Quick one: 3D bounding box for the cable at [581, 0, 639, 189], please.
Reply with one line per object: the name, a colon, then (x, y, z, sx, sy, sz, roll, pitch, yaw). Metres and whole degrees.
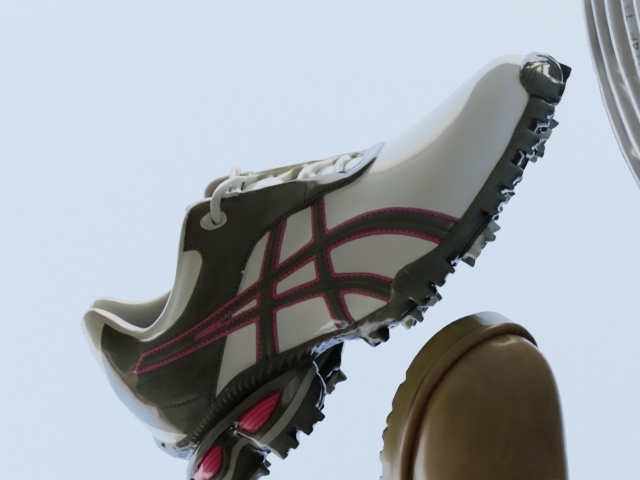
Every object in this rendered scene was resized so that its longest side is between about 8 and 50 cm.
cable: (0.205, -0.093, 0.669, 0.089, 0.257, 0.257, -16, -83, 58)

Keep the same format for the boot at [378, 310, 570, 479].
boot: (0.145, 0.182, 0.788, 0.269, 0.089, 0.236, 32, -44, 43)

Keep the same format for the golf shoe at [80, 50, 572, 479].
golf shoe: (0.000, 0.000, 0.853, 0.120, 0.105, 0.273, 43, -73, -1)
